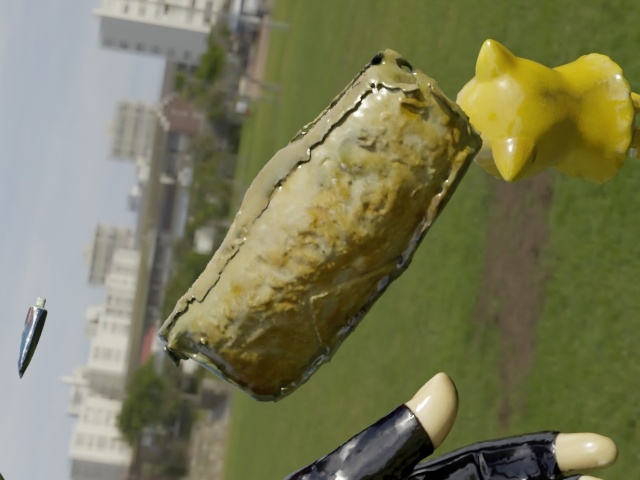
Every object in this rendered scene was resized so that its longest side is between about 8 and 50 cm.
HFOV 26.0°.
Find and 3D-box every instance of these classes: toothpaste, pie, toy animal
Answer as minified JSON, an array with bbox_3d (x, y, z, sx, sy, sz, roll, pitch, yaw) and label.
[{"bbox_3d":[-0.289,0.096,1.385,0.027,0.019,0.083,121,162,-69],"label":"toothpaste"},{"bbox_3d":[0.000,0.000,1.008,0.282,0.128,0.068,-52,21,11],"label":"pie"},{"bbox_3d":[0.255,-0.129,1.475,0.156,0.229,0.156,7,98,58],"label":"toy animal"}]

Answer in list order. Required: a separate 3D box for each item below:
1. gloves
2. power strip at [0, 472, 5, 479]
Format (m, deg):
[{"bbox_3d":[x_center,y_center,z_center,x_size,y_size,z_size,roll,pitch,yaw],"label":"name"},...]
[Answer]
[{"bbox_3d":[0.064,0.208,0.950,0.197,0.301,0.152,63,-161,-3],"label":"gloves"},{"bbox_3d":[-0.206,0.240,0.926,0.387,0.066,0.092,60,-175,-16],"label":"power strip"}]
